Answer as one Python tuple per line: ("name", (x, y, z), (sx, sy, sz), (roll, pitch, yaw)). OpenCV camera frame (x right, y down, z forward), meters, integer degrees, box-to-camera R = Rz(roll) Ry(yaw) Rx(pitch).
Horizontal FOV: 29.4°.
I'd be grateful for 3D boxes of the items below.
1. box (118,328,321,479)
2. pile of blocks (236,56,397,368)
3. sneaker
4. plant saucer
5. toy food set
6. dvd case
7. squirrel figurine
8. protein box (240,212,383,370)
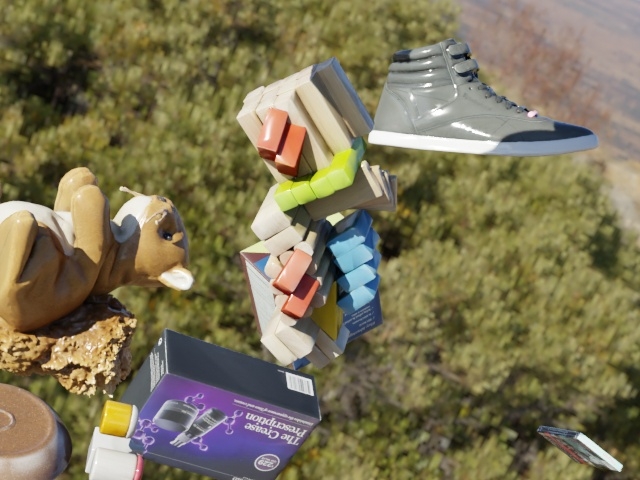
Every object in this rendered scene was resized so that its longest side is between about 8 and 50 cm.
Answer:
("box", (-0.159, 0.264, 1.864), (0.261, 0.184, 0.103), (20, 35, -23))
("pile of blocks", (0.000, 0.000, 1.259), (0.149, 0.362, 0.112), (2, 33, 13))
("sneaker", (0.211, -0.183, 1.565), (0.295, 0.147, 0.104), (6, 4, 15))
("plant saucer", (-0.408, 0.237, 1.533), (0.198, 0.036, 0.198), (15, 28, -8))
("toy food set", (-0.230, 0.300, 1.445), (0.104, 0.232, 0.111), (14, 32, -13))
("dvd case", (0.382, 0.307, 1.804), (0.087, 0.013, 0.119), (38, -13, -12))
("squirrel figurine", (-0.421, 0.070, 2.176), (0.370, 0.397, 0.281), (0, 14, -34))
("protein box", (-0.012, 0.086, 2.190), (0.200, 0.201, 0.136), (-27, 42, -20))
